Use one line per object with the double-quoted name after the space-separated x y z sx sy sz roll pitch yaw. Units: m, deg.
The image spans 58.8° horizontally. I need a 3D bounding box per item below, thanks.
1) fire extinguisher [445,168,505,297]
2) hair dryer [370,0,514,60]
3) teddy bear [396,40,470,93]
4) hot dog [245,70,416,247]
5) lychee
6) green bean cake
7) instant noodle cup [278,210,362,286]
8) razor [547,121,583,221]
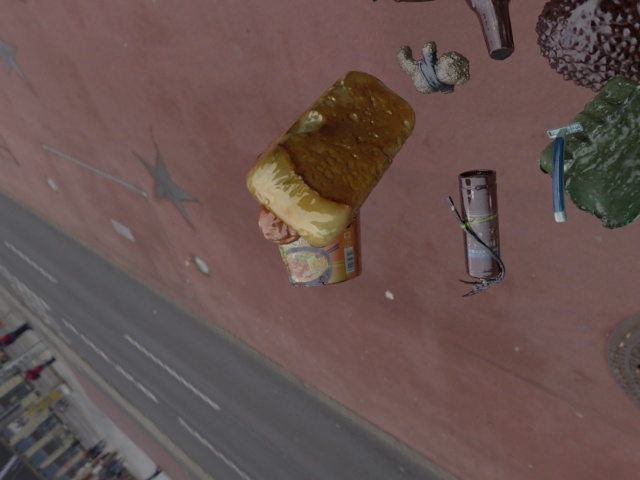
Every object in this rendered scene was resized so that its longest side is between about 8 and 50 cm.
0.412 -0.010 1.504 0.141 0.105 0.342 -2 107 19 "fire extinguisher"
0.290 -0.568 1.365 0.339 0.313 0.123 -4 166 11 "hair dryer"
0.338 -0.508 1.728 0.181 0.129 0.251 31 171 -37 "teddy bear"
0.005 -0.089 0.705 0.150 0.257 0.153 40 141 -5 "hot dog"
0.695 -0.523 1.393 0.331 0.306 0.306 57 149 -4 "lychee"
0.612 -0.173 1.171 0.241 0.132 0.255 30 112 -20 "green bean cake"
0.000 0.000 1.323 0.230 0.230 0.183 -1 102 53 "instant noodle cup"
0.450 -0.129 1.066 0.037 0.191 0.068 17 165 -34 "razor"
